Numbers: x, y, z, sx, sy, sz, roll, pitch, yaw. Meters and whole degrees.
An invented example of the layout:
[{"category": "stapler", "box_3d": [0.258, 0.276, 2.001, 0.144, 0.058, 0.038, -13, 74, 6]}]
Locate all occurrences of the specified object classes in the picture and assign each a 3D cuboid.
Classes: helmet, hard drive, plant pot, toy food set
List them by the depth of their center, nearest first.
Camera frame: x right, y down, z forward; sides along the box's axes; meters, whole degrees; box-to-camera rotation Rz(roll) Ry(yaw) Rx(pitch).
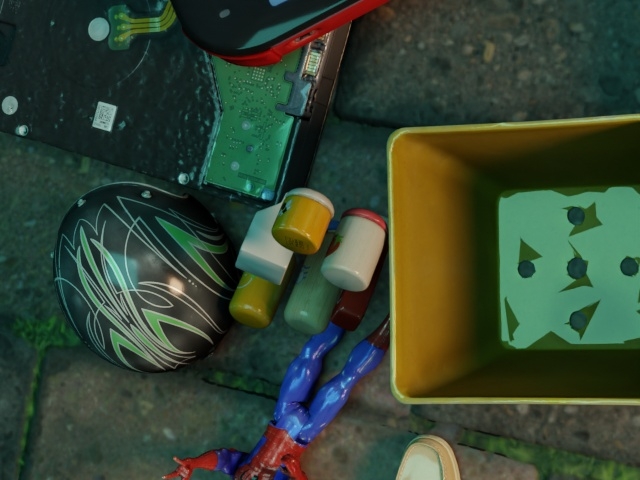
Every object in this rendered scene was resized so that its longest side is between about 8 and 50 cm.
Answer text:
[{"category": "plant pot", "box_3d": [0.184, 0.021, 1.327, 0.212, 0.187, 0.212, -2, 86, 22]}, {"category": "toy food set", "box_3d": [0.000, 0.000, 1.355, 0.111, 0.232, 0.105, 22, 66, 0]}, {"category": "helmet", "box_3d": [-0.155, 0.034, 1.475, 0.169, 0.161, 0.169, -1, 87, 22]}, {"category": "hard drive", "box_3d": [-0.147, -0.178, 1.534, 0.339, 0.064, 0.237, 16, 94, 22]}]

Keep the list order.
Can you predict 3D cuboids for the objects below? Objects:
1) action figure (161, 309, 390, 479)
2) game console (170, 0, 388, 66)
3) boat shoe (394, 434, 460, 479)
[{"category": "action figure", "box_3d": [-0.030, 0.149, 1.439, 0.091, 0.139, 0.280, 33, 102, 21]}, {"category": "game console", "box_3d": [0.013, -0.360, 1.435, 0.386, 0.060, 0.342, -26, 73, 9]}, {"category": "boat shoe", "box_3d": [0.081, 0.252, 1.427, 0.063, 0.059, 0.170, 6, 90, 22]}]
